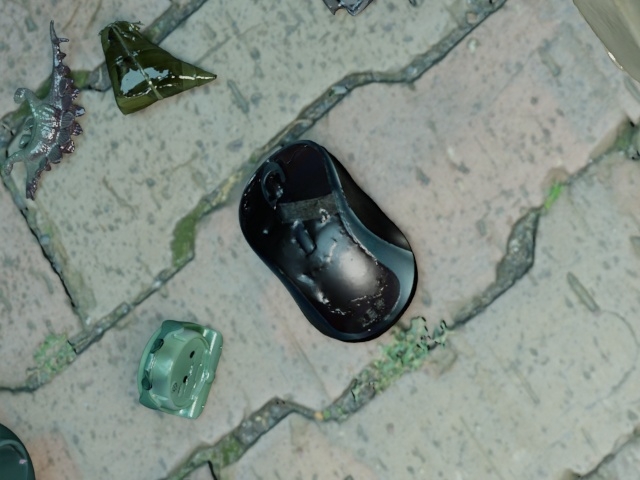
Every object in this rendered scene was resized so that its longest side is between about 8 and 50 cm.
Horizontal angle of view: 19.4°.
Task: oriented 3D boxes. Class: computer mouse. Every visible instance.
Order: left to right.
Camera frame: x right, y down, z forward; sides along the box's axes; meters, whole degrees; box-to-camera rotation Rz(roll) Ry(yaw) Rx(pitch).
[{"bbox_3d":[0.000,0.000,1.951,0.137,0.096,0.233,-43,69,11],"label":"computer mouse"}]

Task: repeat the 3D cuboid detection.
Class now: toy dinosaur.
[{"bbox_3d":[-0.310,-0.147,2.139,0.082,0.039,0.209,10,95,21],"label":"toy dinosaur"}]

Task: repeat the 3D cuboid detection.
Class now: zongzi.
[{"bbox_3d":[-0.183,-0.209,2.094,0.119,0.055,0.109,-19,72,7],"label":"zongzi"}]

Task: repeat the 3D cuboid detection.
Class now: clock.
[{"bbox_3d":[-0.155,0.135,1.972,0.041,0.135,0.101,16,89,24],"label":"clock"}]

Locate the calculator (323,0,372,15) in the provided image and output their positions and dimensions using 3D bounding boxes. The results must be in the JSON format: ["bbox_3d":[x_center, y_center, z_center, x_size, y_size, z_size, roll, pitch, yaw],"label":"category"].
[{"bbox_3d":[0.011,-0.388,2.054,0.166,0.028,0.274,-40,66,15],"label":"calculator"}]

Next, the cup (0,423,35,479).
[{"bbox_3d":[-0.453,0.303,2.044,0.258,0.219,0.289,14,117,24],"label":"cup"}]

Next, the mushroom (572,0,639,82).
[{"bbox_3d":[0.355,-0.361,1.837,0.407,0.154,0.137,-68,23,-2],"label":"mushroom"}]
